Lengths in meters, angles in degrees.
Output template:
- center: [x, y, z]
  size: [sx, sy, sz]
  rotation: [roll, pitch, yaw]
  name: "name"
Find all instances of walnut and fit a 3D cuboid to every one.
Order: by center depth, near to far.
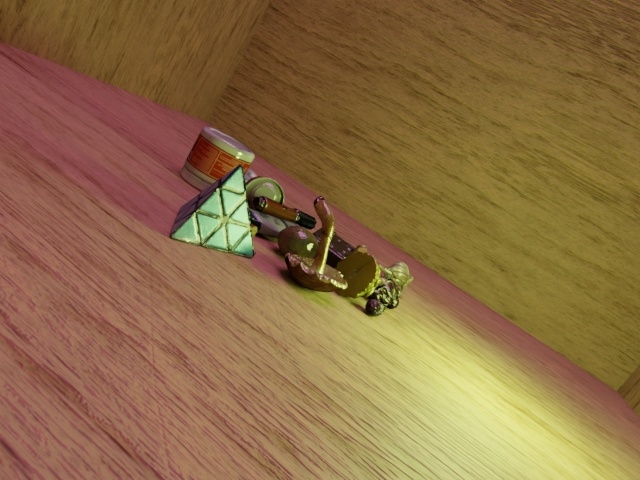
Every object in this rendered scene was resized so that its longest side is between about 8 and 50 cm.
- center: [-0.086, 0.013, 1.738]
  size: [0.162, 0.140, 0.140]
  rotation: [13, 19, -28]
  name: "walnut"

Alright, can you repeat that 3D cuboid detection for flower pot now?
- center: [0.050, 0.036, 1.939]
  size: [0.251, 0.084, 0.179]
  rotation: [38, 37, 14]
  name: "flower pot"

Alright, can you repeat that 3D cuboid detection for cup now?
- center: [-0.262, -0.186, 2.103]
  size: [0.241, 0.186, 0.226]
  rotation: [64, -6, -20]
  name: "cup"

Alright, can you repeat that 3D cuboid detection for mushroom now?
- center: [-0.010, 0.035, 1.522]
  size: [0.208, 0.301, 0.233]
  rotation: [-21, 30, -34]
  name: "mushroom"

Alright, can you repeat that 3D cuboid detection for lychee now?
- center: [0.198, 0.245, 1.662]
  size: [0.083, 0.068, 0.067]
  rotation: [50, 17, -68]
  name: "lychee"

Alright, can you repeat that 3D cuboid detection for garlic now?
- center: [0.364, 0.166, 2.322]
  size: [0.194, 0.131, 0.127]
  rotation: [20, 33, -18]
  name: "garlic"

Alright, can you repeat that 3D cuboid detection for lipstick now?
- center: [-0.152, -0.118, 2.011]
  size: [0.077, 0.077, 0.419]
  rotation: [39, 10, 31]
  name: "lipstick"

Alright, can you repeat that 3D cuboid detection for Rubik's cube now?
- center: [-0.337, -0.076, 1.438]
  size: [0.228, 0.234, 0.228]
  rotation: [100, -20, -64]
  name: "Rubik's cube"

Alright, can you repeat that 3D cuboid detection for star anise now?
- center: [0.280, 0.195, 2.056]
  size: [0.212, 0.073, 0.196]
  rotation: [30, 17, -24]
  name: "star anise"

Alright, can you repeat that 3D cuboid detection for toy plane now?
- center: [-0.356, -0.293, 2.369]
  size: [0.267, 0.122, 0.267]
  rotation: [28, 10, -5]
  name: "toy plane"

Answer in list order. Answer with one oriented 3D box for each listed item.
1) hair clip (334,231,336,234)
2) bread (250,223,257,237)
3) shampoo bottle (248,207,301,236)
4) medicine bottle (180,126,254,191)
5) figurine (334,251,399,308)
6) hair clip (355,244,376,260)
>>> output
- center: [0.000, 0.000, 2.064]
  size: [0.230, 0.039, 0.070]
  rotation: [-16, 43, -44]
  name: "hair clip"
- center: [-0.309, -0.054, 1.608]
  size: [0.193, 0.067, 0.119]
  rotation: [29, 4, -18]
  name: "bread"
- center: [-0.206, -0.057, 1.861]
  size: [0.134, 0.078, 0.360]
  rotation: [39, 14, 36]
  name: "shampoo bottle"
- center: [-0.453, -0.341, 2.015]
  size: [0.253, 0.240, 0.252]
  rotation: [31, 11, -7]
  name: "medicine bottle"
- center: [0.201, 0.170, 1.791]
  size: [0.168, 0.187, 0.315]
  rotation: [35, 3, 37]
  name: "figurine"
- center: [0.203, 0.088, 2.247]
  size: [0.138, 0.123, 0.102]
  rotation: [9, 54, -50]
  name: "hair clip"
